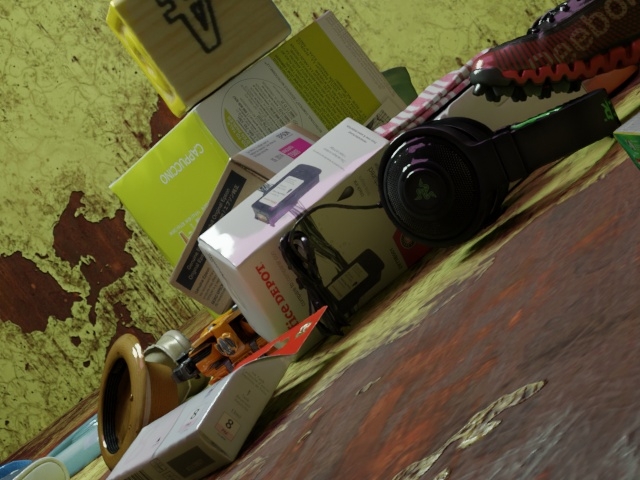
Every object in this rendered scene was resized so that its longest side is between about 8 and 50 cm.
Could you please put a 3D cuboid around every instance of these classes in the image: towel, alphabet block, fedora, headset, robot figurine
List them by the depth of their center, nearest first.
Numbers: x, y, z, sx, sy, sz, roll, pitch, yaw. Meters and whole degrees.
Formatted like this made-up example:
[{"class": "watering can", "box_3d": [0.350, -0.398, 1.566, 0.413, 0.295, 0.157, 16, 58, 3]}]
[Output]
[{"class": "headset", "box_3d": [0.145, -0.041, 1.620, 0.394, 0.185, 0.243, -22, 2, 10]}, {"class": "towel", "box_3d": [0.126, -0.168, 1.837, 0.197, 0.029, 0.144, -40, 6, -15]}, {"class": "fedora", "box_3d": [-0.234, 0.217, 1.951, 0.079, 0.194, 0.194, 5, -17, -24]}, {"class": "robot figurine", "box_3d": [-0.088, 0.117, 1.964, 0.211, 0.085, 0.291, -38, 2, 13]}, {"class": "alphabet block", "box_3d": [-0.184, -0.320, 2.216, 0.197, 0.193, 0.192, -37, 4, -7]}]

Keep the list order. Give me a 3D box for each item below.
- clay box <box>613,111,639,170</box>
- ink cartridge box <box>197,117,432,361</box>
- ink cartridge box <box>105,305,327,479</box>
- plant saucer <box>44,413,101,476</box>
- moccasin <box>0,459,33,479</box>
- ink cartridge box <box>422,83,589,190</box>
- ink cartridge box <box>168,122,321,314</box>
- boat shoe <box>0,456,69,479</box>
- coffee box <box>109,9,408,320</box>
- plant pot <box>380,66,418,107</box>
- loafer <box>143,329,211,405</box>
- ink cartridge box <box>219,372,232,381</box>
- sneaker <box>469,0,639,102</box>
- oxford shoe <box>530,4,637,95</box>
[{"class": "clay box", "box_3d": [0.337, -0.130, 1.142, 0.222, 0.053, 0.127, -37, 3, 4]}, {"class": "ink cartridge box", "box_3d": [0.000, 0.000, 1.753, 0.237, 0.172, 0.100, -39, 38, -12]}, {"class": "ink cartridge box", "box_3d": [-0.108, 0.161, 1.548, 0.189, 0.066, 0.232, -35, 20, 46]}, {"class": "plant saucer", "box_3d": [-0.377, 0.326, 2.559, 0.317, 0.044, 0.317, -38, 3, 2]}, {"class": "moccasin", "box_3d": [-0.587, 0.470, 2.351, 0.342, 0.138, 0.117, -24, -6, -19]}, {"class": "ink cartridge box", "box_3d": [0.175, -0.114, 1.926, 0.223, 0.129, 0.307, -41, 5, -33]}, {"class": "ink cartridge box", "box_3d": [-0.080, -0.033, 1.908, 0.193, 0.088, 0.234, -63, -9, 22]}, {"class": "boat shoe", "box_3d": [-0.494, 0.409, 2.227, 0.254, 0.095, 0.079, -39, 5, -32]}, {"class": "coffee box", "box_3d": [-0.063, -0.094, 2.350, 0.334, 0.338, 0.337, -41, 5, -35]}, {"class": "plant pot", "box_3d": [0.078, -0.151, 2.660, 0.293, 0.196, 0.293, -30, -6, -4]}, {"class": "loafer", "box_3d": [-0.243, 0.219, 2.194, 0.092, 0.102, 0.268, -42, -4, -34]}, {"class": "ink cartridge box", "box_3d": [-0.126, 0.189, 1.784, 0.145, 0.045, 0.179, -37, 6, 14]}, {"class": "sneaker", "box_3d": [0.289, -0.234, 1.643, 0.276, 0.135, 0.097, -15, 3, -4]}, {"class": "oxford shoe", "box_3d": [0.366, -0.275, 2.054, 0.130, 0.133, 0.364, -38, 3, 16]}]
